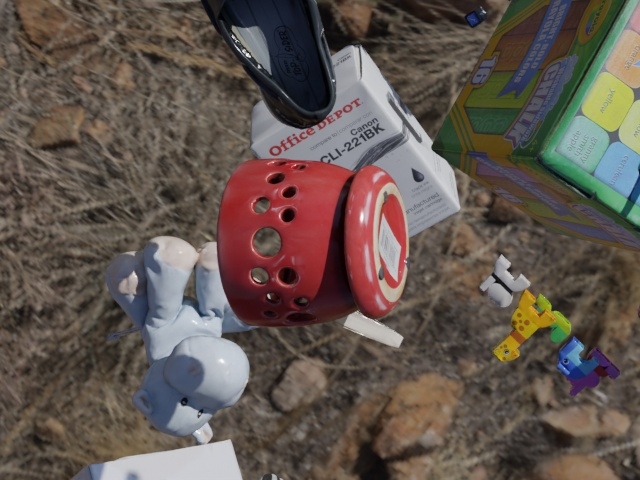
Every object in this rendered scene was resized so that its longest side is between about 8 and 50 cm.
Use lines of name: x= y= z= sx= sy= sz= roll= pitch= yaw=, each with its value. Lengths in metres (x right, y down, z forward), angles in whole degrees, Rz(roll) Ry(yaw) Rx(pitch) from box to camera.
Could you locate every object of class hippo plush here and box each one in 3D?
hippo plush: x=-0.218 y=0.152 z=1.626 sx=0.294 sy=0.236 sz=0.234 roll=-35 pitch=123 yaw=25

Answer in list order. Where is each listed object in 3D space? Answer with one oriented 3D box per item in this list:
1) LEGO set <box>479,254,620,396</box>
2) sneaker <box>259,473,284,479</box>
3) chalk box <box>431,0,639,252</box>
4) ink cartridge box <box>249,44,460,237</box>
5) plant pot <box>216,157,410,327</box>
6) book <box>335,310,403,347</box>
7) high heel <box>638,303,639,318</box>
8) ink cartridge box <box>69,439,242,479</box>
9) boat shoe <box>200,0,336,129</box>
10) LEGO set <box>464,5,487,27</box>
LEGO set: x=0.290 y=0.137 z=1.526 sx=0.227 sy=0.087 sz=0.093 roll=45 pitch=106 yaw=4
sneaker: x=-0.115 y=0.525 z=1.872 sx=0.106 sy=0.281 sz=0.162 roll=35 pitch=112 yaw=-5
chalk box: x=0.191 y=-0.078 z=0.734 sx=0.132 sy=0.213 sz=0.132 roll=31 pitch=86 yaw=-18
ink cartridge box: x=0.051 y=-0.120 z=1.663 sx=0.197 sy=0.114 sz=0.273 roll=-30 pitch=121 yaw=19
plant pot: x=0.000 y=0.000 z=1.253 sx=0.191 sy=0.174 sz=0.191 roll=-3 pitch=90 yaw=-70
book: x=0.069 y=0.136 z=1.801 sx=0.096 sy=0.144 sz=0.035 roll=28 pitch=86 yaw=-12
high heel: x=0.527 y=0.020 z=1.652 sx=0.117 sy=0.082 sz=0.244 roll=-31 pitch=149 yaw=-21
ink cartridge box: x=-0.194 y=0.405 z=1.342 sx=0.197 sy=0.198 sz=0.270 roll=-4 pitch=66 yaw=-36
boat shoe: x=-0.071 y=-0.280 z=1.291 sx=0.127 sy=0.113 sz=0.340 roll=-22 pitch=106 yaw=-5
LEGO set: x=0.234 y=-0.403 z=1.495 sx=0.060 sy=0.182 sz=0.244 roll=-41 pitch=129 yaw=-43
